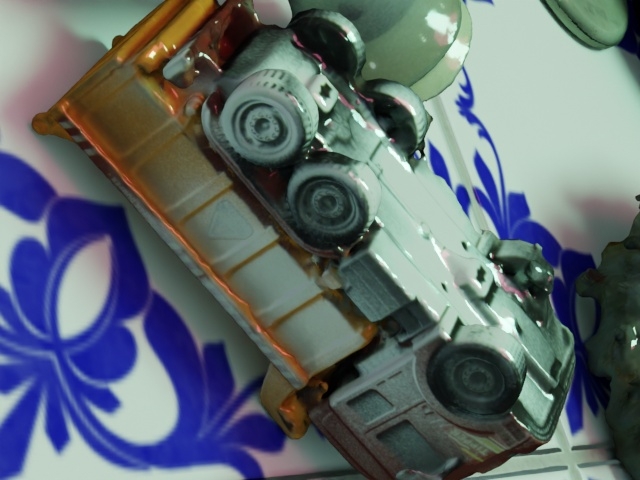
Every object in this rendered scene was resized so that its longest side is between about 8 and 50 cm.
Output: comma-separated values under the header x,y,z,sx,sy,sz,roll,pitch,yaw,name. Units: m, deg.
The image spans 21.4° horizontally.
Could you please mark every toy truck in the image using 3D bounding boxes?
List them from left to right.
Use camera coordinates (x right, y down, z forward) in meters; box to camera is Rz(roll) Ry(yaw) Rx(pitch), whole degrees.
x,y,z,sx,sy,sz,roll,pitch,yaw,name
0.000,0.000,0.817,0.270,0.135,0.114,49,35,-12,toy truck

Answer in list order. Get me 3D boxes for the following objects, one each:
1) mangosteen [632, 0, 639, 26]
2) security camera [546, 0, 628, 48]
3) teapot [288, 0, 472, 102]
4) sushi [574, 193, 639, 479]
x,y,z,sx,sy,sz,roll,pitch,yaw,name
0.422,-0.223,1.494,0.347,0.306,0.307,61,10,-73,mangosteen
0.205,-0.305,1.421,0.157,0.080,0.302,10,60,-54,security camera
-0.005,-0.178,0.890,0.251,0.183,0.183,55,24,-52,teapot
0.338,0.092,1.199,0.417,0.175,0.418,28,52,-42,sushi
